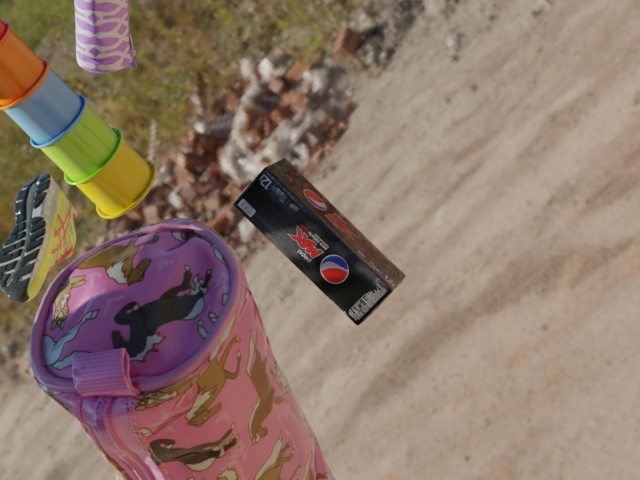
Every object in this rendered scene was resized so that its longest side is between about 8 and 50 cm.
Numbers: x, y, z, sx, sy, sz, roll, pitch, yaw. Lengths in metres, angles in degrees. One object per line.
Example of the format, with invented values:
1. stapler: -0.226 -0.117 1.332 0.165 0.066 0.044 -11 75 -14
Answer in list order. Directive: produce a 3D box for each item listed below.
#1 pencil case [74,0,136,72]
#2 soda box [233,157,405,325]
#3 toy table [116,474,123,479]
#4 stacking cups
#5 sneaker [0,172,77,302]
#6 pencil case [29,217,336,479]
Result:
1. pencil case: -0.303 -0.334 1.497 0.086 0.088 0.206 -92 7 -53
2. soda box: 0.000 0.000 1.018 0.053 0.169 0.060 -47 -4 21
3. toy table: -0.183 0.184 1.289 0.161 0.274 0.252 -23 42 14
4. stacking cups: -0.320 -0.155 1.223 0.096 0.316 0.096 -23 42 22
5. sneaker: -0.370 0.007 1.440 0.081 0.094 0.208 -18 44 24
6. pencil case: -0.084 0.159 0.826 0.160 0.386 0.167 -28 44 -10
